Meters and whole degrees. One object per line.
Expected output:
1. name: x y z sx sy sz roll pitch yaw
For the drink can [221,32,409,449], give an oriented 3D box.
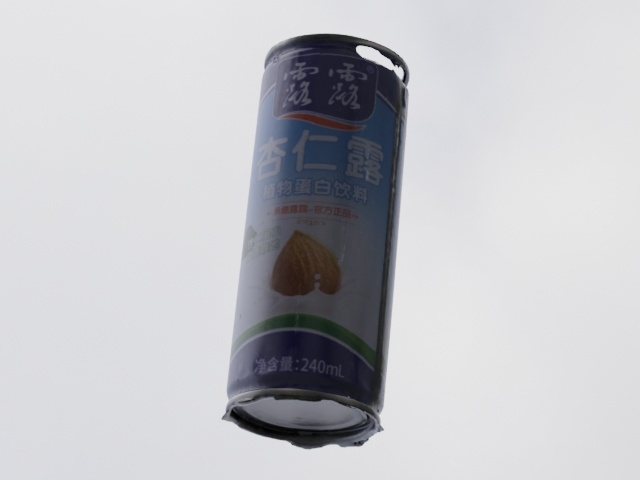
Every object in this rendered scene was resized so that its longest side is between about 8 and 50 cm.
1. drink can: 0.000 0.000 1.193 0.097 0.097 0.235 16 -114 -24
